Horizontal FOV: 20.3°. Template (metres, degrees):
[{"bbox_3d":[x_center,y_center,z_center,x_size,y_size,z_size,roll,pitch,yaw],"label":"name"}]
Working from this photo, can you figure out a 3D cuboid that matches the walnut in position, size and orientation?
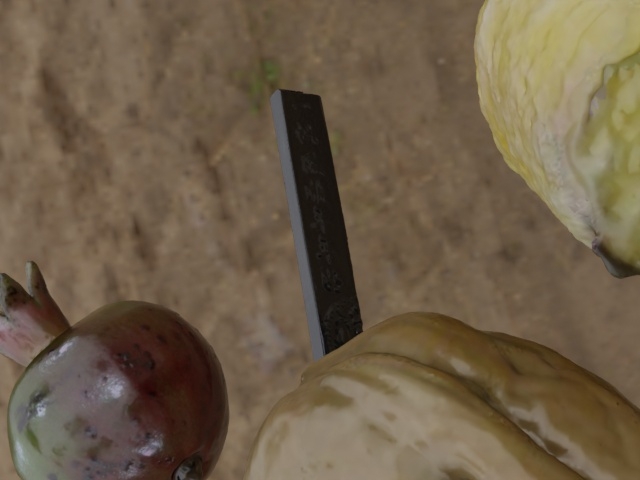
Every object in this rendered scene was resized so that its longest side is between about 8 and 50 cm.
[{"bbox_3d":[0.050,0.106,0.617,0.166,0.166,0.149,61,156,22],"label":"walnut"}]

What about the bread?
[{"bbox_3d":[0.173,-0.076,0.847,0.170,0.197,0.197,-109,24,-58],"label":"bread"}]

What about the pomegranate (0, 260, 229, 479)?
[{"bbox_3d":[-0.118,0.080,0.999,0.129,0.129,0.159,-56,49,47],"label":"pomegranate"}]

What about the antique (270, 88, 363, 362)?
[{"bbox_3d":[0.000,0.000,1.042,0.015,0.031,0.192,-40,55,54],"label":"antique"}]
